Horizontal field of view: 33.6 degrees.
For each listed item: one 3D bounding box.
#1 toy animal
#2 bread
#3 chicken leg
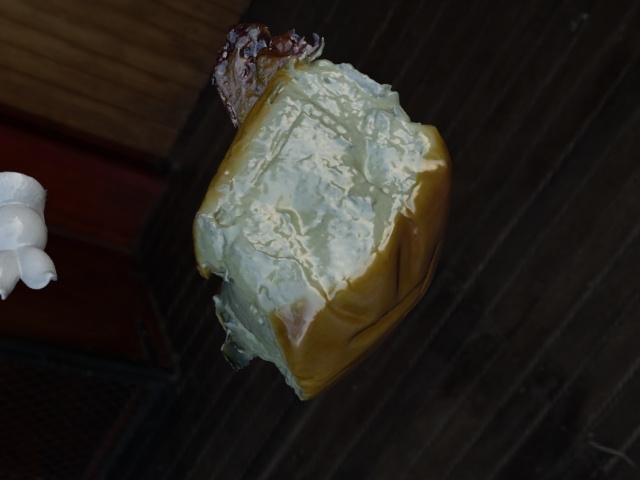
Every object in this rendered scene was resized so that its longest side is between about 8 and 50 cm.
[{"bbox_3d":[-0.452,0.018,1.578,0.131,0.104,0.221,116,149,-45],"label":"toy animal"},{"bbox_3d":[0.000,0.000,1.021,0.279,0.225,0.250,-56,-10,-25],"label":"bread"},{"bbox_3d":[-0.040,-0.191,1.495,0.177,0.083,0.322,-37,67,28],"label":"chicken leg"}]
